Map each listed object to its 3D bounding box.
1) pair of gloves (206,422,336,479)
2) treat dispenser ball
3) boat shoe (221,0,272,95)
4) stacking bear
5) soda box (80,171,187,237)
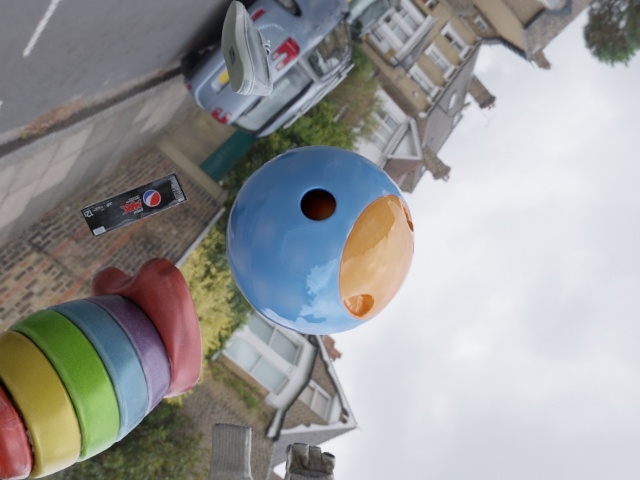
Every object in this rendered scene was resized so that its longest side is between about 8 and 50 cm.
[{"bbox_3d":[-0.082,0.408,0.807,0.042,0.240,0.204,-2,98,-68],"label":"pair of gloves"},{"bbox_3d":[0.000,0.000,0.791,0.288,0.288,0.288,-43,-167,12],"label":"treat dispenser ball"},{"bbox_3d":[-0.138,-0.367,0.997,0.079,0.081,0.227,-42,-129,46],"label":"boat shoe"},{"bbox_3d":[-0.271,0.144,0.482,0.175,0.164,0.289,-10,-169,41],"label":"stacking bear"},{"bbox_3d":[-0.320,-0.065,0.894,0.169,0.053,0.060,-23,-165,-10],"label":"soda box"}]
